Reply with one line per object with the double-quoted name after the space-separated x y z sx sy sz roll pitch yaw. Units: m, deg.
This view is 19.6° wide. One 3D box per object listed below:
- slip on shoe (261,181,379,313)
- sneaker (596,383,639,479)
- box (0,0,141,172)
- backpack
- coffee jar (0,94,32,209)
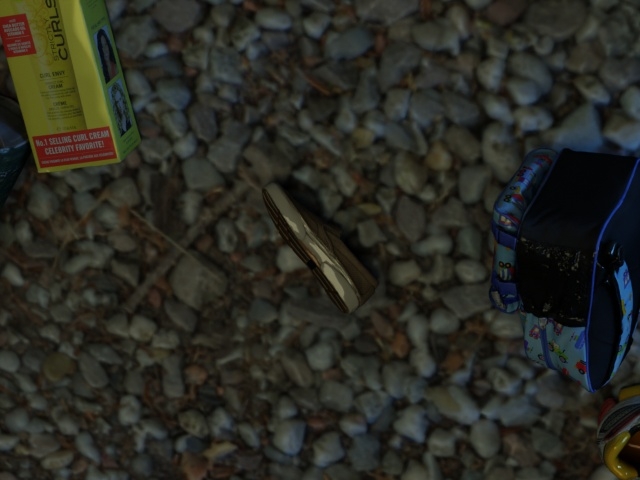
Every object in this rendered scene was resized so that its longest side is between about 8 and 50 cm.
0.000 0.000 1.619 0.041 0.051 0.135 -37 91 -14 "slip on shoe"
0.344 0.167 1.562 0.225 0.093 0.088 -12 109 19 "sneaker"
-0.228 -0.179 1.594 0.087 0.058 0.232 -5 111 17 "box"
0.207 0.029 1.514 0.116 0.158 0.173 11 127 20 "backpack"
-0.327 -0.040 1.661 0.079 0.096 0.184 33 117 3 "coffee jar"
